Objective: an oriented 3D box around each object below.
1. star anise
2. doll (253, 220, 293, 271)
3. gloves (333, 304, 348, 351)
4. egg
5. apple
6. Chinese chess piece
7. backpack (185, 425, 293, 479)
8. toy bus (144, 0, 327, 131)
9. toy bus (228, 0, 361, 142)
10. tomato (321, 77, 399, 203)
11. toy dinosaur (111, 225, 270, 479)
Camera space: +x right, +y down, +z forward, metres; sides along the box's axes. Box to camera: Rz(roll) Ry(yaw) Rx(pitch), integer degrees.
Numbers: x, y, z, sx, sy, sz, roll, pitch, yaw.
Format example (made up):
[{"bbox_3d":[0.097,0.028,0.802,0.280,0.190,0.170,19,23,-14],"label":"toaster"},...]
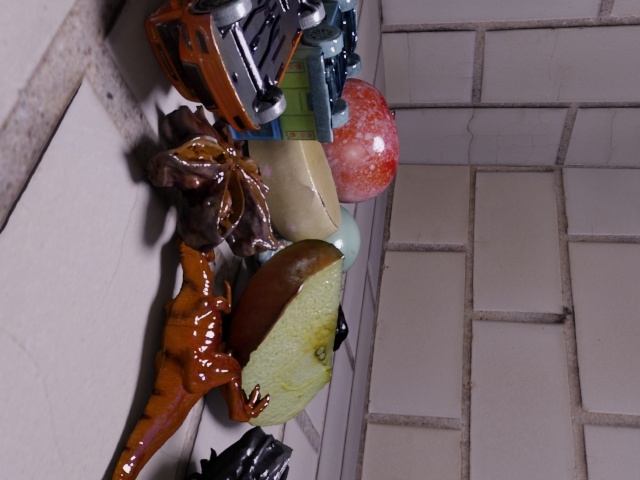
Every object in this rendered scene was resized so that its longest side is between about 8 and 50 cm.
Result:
[{"bbox_3d":[-0.134,-0.063,0.743,0.220,0.098,0.214,57,26,-36],"label":"star anise"},{"bbox_3d":[-0.084,0.041,1.089,0.214,0.071,0.104,78,29,-48],"label":"doll"},{"bbox_3d":[0.004,0.193,1.541,0.129,0.106,0.181,79,-11,-52],"label":"gloves"},{"bbox_3d":[0.000,0.000,1.219,0.231,0.167,0.168,-115,-155,-78],"label":"egg"},{"bbox_3d":[-0.060,0.148,0.949,0.254,0.179,0.346,-87,-177,-48],"label":"apple"},{"bbox_3d":[-0.044,-0.116,1.033,0.251,0.097,0.251,-17,90,-80],"label":"Chinese chess piece"},{"bbox_3d":[-0.117,0.347,0.761,0.258,0.133,0.206,-59,-178,34],"label":"backpack"},{"bbox_3d":[-0.102,-0.271,0.714,0.143,0.153,0.329,67,27,-43],"label":"toy bus"},{"bbox_3d":[-0.039,-0.301,0.931,0.152,0.190,0.312,79,18,-45],"label":"toy bus"},{"bbox_3d":[0.041,-0.211,1.256,0.270,0.227,0.271,174,-90,-78],"label":"tomato"},{"bbox_3d":[-0.154,0.177,0.724,0.208,0.097,0.433,48,40,-52],"label":"toy dinosaur"}]
